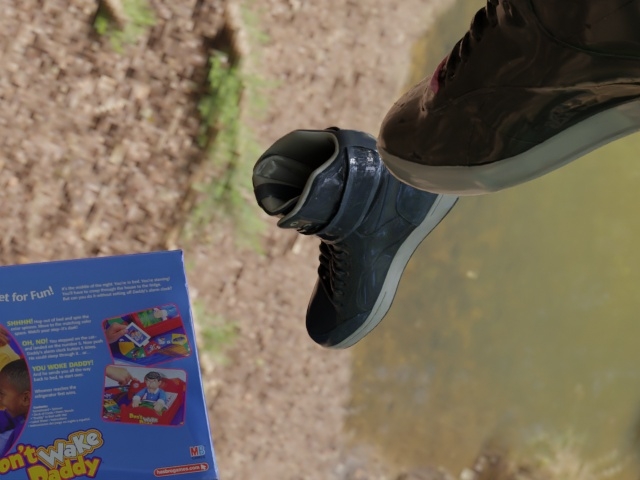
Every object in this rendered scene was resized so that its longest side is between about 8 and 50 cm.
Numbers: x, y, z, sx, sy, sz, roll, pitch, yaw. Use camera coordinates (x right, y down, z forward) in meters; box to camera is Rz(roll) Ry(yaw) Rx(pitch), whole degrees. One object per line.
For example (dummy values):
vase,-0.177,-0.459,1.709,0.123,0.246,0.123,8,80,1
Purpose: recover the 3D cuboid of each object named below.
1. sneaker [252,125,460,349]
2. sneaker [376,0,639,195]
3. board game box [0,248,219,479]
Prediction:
sneaker,0.000,-0.002,1.269,0.163,0.086,0.226,5,129,-35
sneaker,0.094,-0.112,0.659,0.147,0.296,0.104,48,60,-17
board game box,-0.283,0.142,1.396,0.347,0.233,0.078,-5,154,-13
